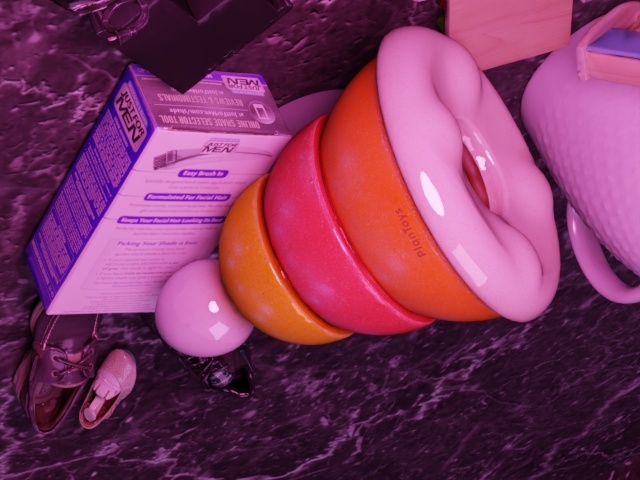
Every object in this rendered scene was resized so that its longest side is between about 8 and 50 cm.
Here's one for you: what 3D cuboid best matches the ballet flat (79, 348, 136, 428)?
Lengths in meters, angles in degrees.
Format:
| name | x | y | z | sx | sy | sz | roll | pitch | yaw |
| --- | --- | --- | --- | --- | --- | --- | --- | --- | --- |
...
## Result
| name | x | y | z | sx | sy | sz | roll | pitch | yaw |
| --- | --- | --- | --- | --- | --- | --- | --- | --- | --- |
| ballet flat | -0.308 | 0.220 | 2.164 | 0.052 | 0.057 | 0.168 | -48 | 171 | -44 |

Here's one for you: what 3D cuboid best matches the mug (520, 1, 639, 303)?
| name | x | y | z | sx | sy | sz | roll | pitch | yaw |
| --- | --- | --- | --- | --- | --- | --- | --- | --- | --- |
| mug | 0.441 | -0.074 | 2.007 | 0.276 | 0.328 | 0.374 | -8 | 145 | -28 |

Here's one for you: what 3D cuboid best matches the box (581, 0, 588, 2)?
| name | x | y | z | sx | sy | sz | roll | pitch | yaw |
| --- | --- | --- | --- | --- | --- | --- | --- | --- | --- |
| box | 0.416 | -0.426 | 1.715 | 0.232 | 0.058 | 0.322 | -18 | 148 | -14 |

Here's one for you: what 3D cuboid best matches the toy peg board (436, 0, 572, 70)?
| name | x | y | z | sx | sy | sz | roll | pitch | yaw |
| --- | --- | --- | --- | --- | --- | --- | --- | --- | --- |
| toy peg board | 0.208 | -0.294 | 1.762 | 0.161 | 0.079 | 0.160 | -17 | 133 | -14 |

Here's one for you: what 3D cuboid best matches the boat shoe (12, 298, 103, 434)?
| name | x | y | z | sx | sy | sz | roll | pitch | yaw |
| --- | --- | --- | --- | --- | --- | --- | --- | --- | --- |
| boat shoe | -0.343 | 0.158 | 2.013 | 0.103 | 0.092 | 0.285 | -4 | 144 | -32 |

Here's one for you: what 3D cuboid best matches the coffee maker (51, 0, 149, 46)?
| name | x | y | z | sx | sy | sz | roll | pitch | yaw |
| --- | --- | --- | --- | --- | --- | --- | --- | --- | --- |
| coffee maker | -0.212 | -0.298 | 1.328 | 0.120 | 0.171 | 0.178 | -46 | 159 | -21 |

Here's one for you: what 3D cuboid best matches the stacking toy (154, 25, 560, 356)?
| name | x | y | z | sx | sy | sz | roll | pitch | yaw |
| --- | --- | --- | --- | --- | --- | --- | --- | --- | --- |
| stacking toy | 0.000 | 0.000 | 1.715 | 0.480 | 0.350 | 0.350 | -25 | 152 | 24 |

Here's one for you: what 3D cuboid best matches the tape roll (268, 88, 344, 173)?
| name | x | y | z | sx | sy | sz | roll | pitch | yaw |
| --- | --- | --- | --- | --- | --- | --- | --- | --- | --- |
| tape roll | -0.003 | -0.092 | 1.903 | 0.219 | 0.072 | 0.219 | -18 | 149 | -11 |

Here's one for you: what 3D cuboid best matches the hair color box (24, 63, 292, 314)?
| name | x | y | z | sx | sy | sz | roll | pitch | yaw |
| --- | --- | --- | --- | --- | --- | --- | --- | --- | --- |
| hair color box | -0.200 | -0.052 | 1.782 | 0.185 | 0.110 | 0.339 | 0 | 142 | -38 |

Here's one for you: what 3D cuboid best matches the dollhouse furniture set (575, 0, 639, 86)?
| name | x | y | z | sx | sy | sz | roll | pitch | yaw |
| --- | --- | --- | --- | --- | --- | --- | --- | --- | --- |
| dollhouse furniture set | 0.427 | -0.353 | 1.715 | 0.286 | 0.198 | 0.303 | -38 | 130 | -36 |

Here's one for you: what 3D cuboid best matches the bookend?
| name | x | y | z | sx | sy | sz | roll | pitch | yaw |
| --- | --- | --- | --- | --- | --- | --- | --- | --- | --- |
| bookend | -0.140 | -0.250 | 1.553 | 0.156 | 0.072 | 0.157 | -36 | 148 | 16 |

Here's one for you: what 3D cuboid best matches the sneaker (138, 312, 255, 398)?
| name | x | y | z | sx | sy | sz | roll | pitch | yaw |
| --- | --- | --- | --- | --- | --- | --- | --- | --- | --- |
| sneaker | -0.161 | 0.143 | 2.118 | 0.101 | 0.106 | 0.267 | -31 | 148 | 12 |
